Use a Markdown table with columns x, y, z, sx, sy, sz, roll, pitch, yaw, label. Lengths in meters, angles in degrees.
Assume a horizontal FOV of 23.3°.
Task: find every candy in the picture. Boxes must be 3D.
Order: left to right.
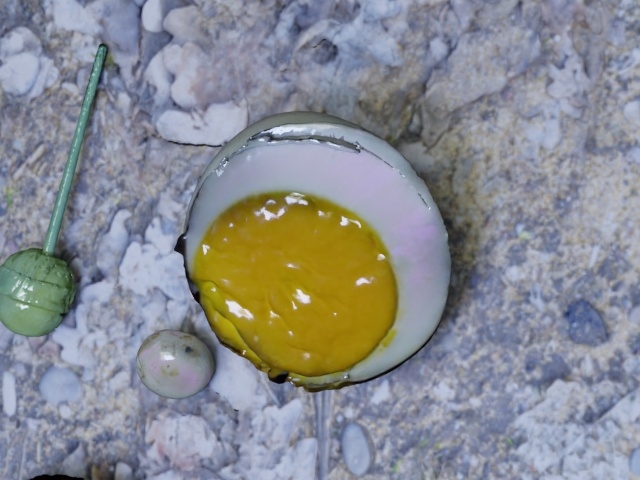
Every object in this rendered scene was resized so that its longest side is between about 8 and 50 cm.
| x | y | z | sx | sy | sz | roll | pitch | yaw | label |
| --- | --- | --- | --- | --- | --- | --- | --- | --- | --- |
| -0.283 | -0.057 | 1.710 | 0.092 | 0.093 | 0.335 | 12 | 83 | 28 | candy |

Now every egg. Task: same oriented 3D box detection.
| x | y | z | sx | sy | sz | roll | pitch | yaw | label |
| --- | --- | --- | --- | --- | --- | --- | --- | --- | --- |
| 0.004 | -0.003 | 1.555 | 0.264 | 0.174 | 0.286 | -20 | 108 | 15 | egg |

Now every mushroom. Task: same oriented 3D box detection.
| x | y | z | sx | sy | sz | roll | pitch | yaw | label |
| --- | --- | --- | --- | --- | --- | --- | --- | --- | --- |
| -0.155 | 0.130 | 1.654 | 0.084 | 0.067 | 0.083 | 5 | 124 | 7 | mushroom |

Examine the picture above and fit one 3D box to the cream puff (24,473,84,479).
| x | y | z | sx | sy | sz | roll | pitch | yaw | label |
| --- | --- | --- | --- | --- | --- | --- | --- | --- | --- |
| -0.266 | 0.365 | 1.626 | 0.239 | 0.165 | 0.239 | -8 | 75 | 33 | cream puff |
